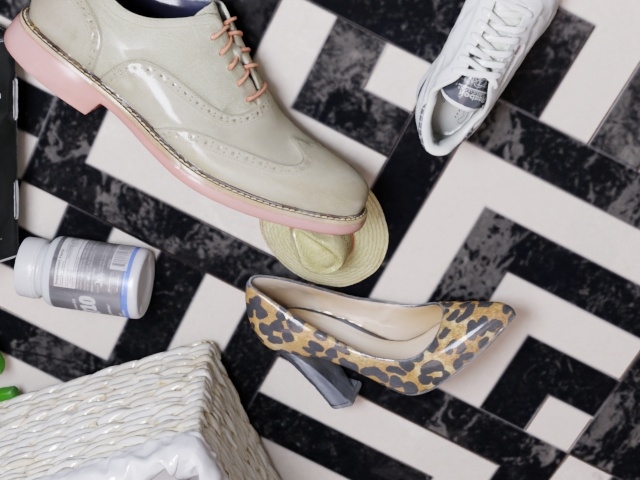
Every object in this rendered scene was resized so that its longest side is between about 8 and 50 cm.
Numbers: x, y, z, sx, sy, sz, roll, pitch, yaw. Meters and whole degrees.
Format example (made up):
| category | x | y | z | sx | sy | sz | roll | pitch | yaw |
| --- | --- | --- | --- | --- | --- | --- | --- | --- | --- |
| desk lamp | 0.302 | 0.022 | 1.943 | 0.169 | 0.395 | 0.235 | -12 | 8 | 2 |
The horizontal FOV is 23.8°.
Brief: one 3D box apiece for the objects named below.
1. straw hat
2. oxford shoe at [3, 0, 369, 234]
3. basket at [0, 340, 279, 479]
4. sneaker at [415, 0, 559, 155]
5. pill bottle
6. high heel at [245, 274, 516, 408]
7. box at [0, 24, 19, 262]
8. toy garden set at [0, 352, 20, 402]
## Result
| category | x | y | z | sx | sy | sz | roll | pitch | yaw |
| --- | --- | --- | --- | --- | --- | --- | --- | --- | --- |
| straw hat | 0.000 | 0.000 | 1.569 | 0.144 | 0.061 | 0.144 | 5 | 120 | 9 |
| oxford shoe | -0.108 | -0.145 | 1.468 | 0.397 | 0.140 | 0.146 | 31 | 112 | -6 |
| basket | -0.205 | 0.323 | 1.642 | 0.331 | 0.266 | 0.328 | -18 | 115 | 11 |
| sneaker | 0.160 | -0.184 | 1.418 | 0.090 | 0.095 | 0.235 | 24 | 119 | 0 |
| pill bottle | -0.253 | 0.037 | 1.630 | 0.137 | 0.078 | 0.078 | 8 | 119 | 8 |
| high heel | 0.054 | 0.074 | 1.572 | 0.261 | 0.093 | 0.186 | -25 | 120 | 32 |
| box | -0.451 | -0.065 | 1.492 | 0.079 | 0.322 | 0.257 | 31 | 128 | 40 |
| toy garden set | -0.429 | 0.225 | 1.788 | 0.203 | 0.049 | 0.244 | -10 | 116 | 14 |
